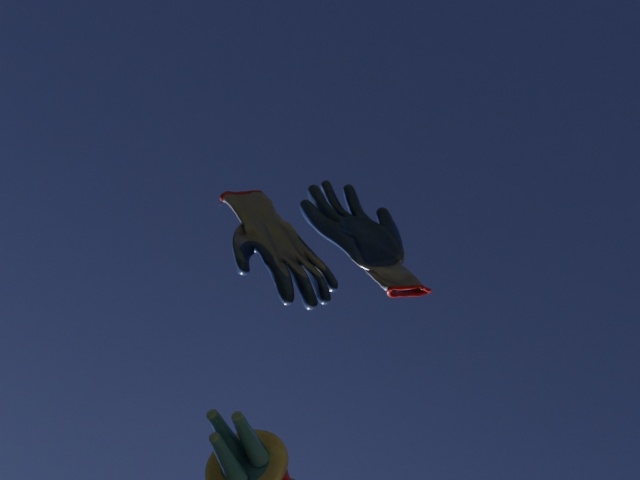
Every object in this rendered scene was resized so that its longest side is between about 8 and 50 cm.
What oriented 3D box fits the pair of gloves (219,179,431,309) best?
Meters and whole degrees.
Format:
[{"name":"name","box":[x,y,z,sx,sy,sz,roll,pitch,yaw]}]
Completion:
[{"name":"pair of gloves","box":[0.000,0.000,1.007,0.198,0.023,0.159,-2,-140,-36]}]

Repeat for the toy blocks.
[{"name":"toy blocks","box":[-0.065,0.174,0.682,0.123,0.148,0.054,-33,-139,-13]}]
